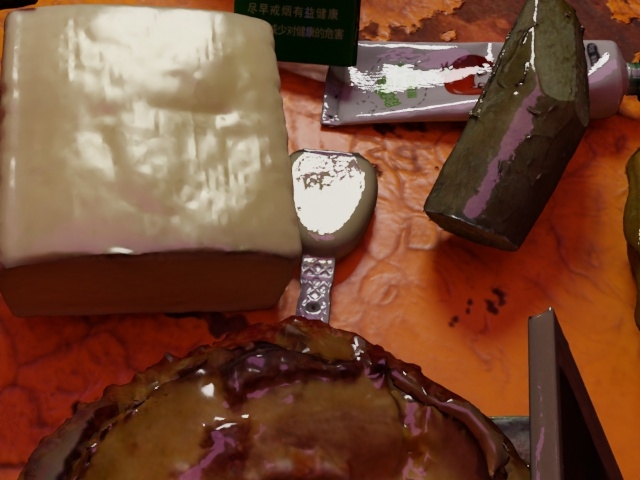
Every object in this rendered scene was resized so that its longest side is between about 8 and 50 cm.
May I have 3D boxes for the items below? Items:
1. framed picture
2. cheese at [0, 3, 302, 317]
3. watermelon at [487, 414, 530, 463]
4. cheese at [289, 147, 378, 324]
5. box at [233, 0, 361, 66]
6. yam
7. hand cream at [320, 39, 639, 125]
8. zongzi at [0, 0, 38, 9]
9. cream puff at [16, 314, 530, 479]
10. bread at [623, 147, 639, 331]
[{"bbox_3d":[0.169,0.203,0.575,0.020,0.289,0.211,-10,51,22],"label":"framed picture"},{"bbox_3d":[-0.154,-0.075,0.815,0.242,0.124,0.266,1,61,-16],"label":"cheese"},{"bbox_3d":[0.156,0.191,0.685,0.121,0.098,0.158,-34,56,12],"label":"watermelon"},{"bbox_3d":[0.000,0.000,0.842,0.097,0.037,0.192,6,55,2],"label":"cheese"},{"bbox_3d":[-0.020,-0.298,0.937,0.132,0.235,0.034,7,17,14],"label":"box"},{"bbox_3d":[0.189,-0.112,0.854,0.106,0.106,0.259,26,79,14],"label":"yam"},{"bbox_3d":[0.170,-0.165,0.959,0.335,0.076,0.121,1,54,5],"label":"hand cream"},{"bbox_3d":[-0.518,-0.239,0.851,0.403,0.208,0.432,-33,53,-25],"label":"zongzi"},{"bbox_3d":[-0.035,0.215,0.577,0.350,0.228,0.351,6,70,-18],"label":"cream puff"},{"bbox_3d":[0.348,0.015,0.827,0.160,0.088,0.233,14,53,0],"label":"bread"}]
